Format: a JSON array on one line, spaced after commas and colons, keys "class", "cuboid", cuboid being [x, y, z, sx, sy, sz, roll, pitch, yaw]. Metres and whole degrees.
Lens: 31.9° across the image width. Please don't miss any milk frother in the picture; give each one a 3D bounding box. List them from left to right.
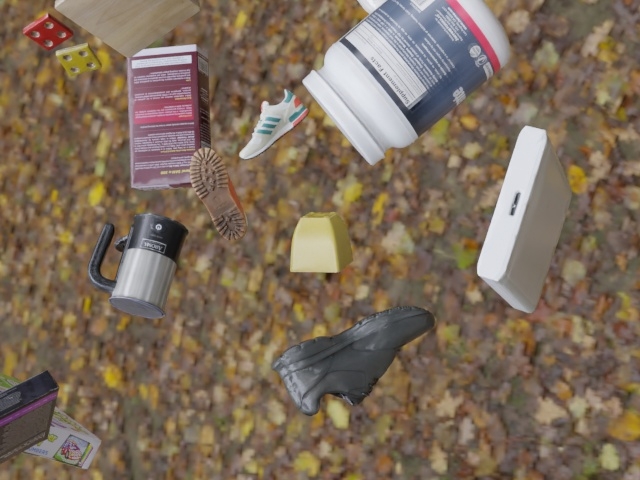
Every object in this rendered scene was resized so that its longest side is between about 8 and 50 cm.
[{"class": "milk frother", "cuboid": [-0.265, 0.044, 1.655, 0.129, 0.143, 0.135, 10, 69, 12]}]

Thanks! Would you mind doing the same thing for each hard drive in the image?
[{"class": "hard drive", "cuboid": [0.289, -0.018, 1.554, 0.040, 0.307, 0.203, 17, 85, 21]}]

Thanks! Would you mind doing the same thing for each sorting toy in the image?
[{"class": "sorting toy", "cuboid": [-0.254, -0.309, 1.440, 0.274, 0.132, 0.046, -28, 52, 27]}]

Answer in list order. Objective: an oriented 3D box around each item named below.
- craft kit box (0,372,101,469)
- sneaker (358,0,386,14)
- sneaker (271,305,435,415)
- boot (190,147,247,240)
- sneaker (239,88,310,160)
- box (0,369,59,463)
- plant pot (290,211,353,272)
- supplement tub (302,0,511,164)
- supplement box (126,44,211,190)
[{"class": "craft kit box", "cuboid": [-0.485, 0.240, 1.639, 0.250, 0.246, 0.061, 23, 82, 40]}, {"class": "sneaker", "cuboid": [0.056, -0.506, 1.861, 0.106, 0.123, 0.290, -9, 104, 29]}, {"class": "sneaker", "cuboid": [0.067, 0.198, 1.848, 0.109, 0.286, 0.130, 119, 128, -73]}, {"class": "boot", "cuboid": [-0.160, -0.070, 1.789, 0.059, 0.084, 0.158, -22, 85, 5]}, {"class": "sneaker", "cuboid": [-0.101, -0.221, 2.128, 0.161, 0.075, 0.057, -39, 7, -3]}, {"class": "box", "cuboid": [-0.353, 0.210, 1.242, 0.029, 0.116, 0.162, 53, 148, 17]}, {"class": "plant pot", "cuboid": [0.000, 0.000, 1.734, 0.081, 0.081, 0.083, 0, 103, 18]}, {"class": "supplement tub", "cuboid": [0.129, -0.262, 1.680, 0.272, 0.191, 0.191, -40, 47, 3]}, {"class": "supplement box", "cuboid": [-0.259, -0.209, 1.934, 0.130, 0.073, 0.239, -3, 85, 11]}]
